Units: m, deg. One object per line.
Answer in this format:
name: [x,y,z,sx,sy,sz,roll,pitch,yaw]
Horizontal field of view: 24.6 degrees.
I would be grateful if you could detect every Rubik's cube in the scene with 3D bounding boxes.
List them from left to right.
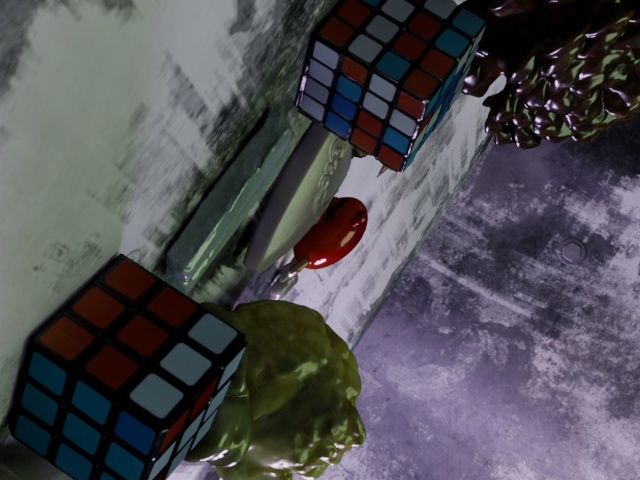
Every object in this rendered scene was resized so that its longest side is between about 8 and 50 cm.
Rubik's cube: [-0.191,0.142,1.448,0.163,0.160,0.162,-48,166,-46]
Rubik's cube: [0.080,-0.202,1.712,0.151,0.155,0.154,-54,171,-30]

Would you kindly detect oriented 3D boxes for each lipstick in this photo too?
lipstick: [-0.319,0.254,1.426,0.079,0.077,0.253,-58,169,8]

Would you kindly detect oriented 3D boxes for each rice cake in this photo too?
rice cake: [-0.103,-0.042,1.656,0.226,0.040,0.085,-54,171,-15]

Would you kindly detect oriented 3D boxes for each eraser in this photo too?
eraser: [-0.021,-0.056,1.956,0.243,0.059,0.204,-59,171,-15]

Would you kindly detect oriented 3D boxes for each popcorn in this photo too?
popcorn: [-0.067,0.221,2.056,0.293,0.293,0.237,-55,-165,-13]

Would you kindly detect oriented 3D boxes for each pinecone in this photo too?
pinecone: [0.318,-0.323,1.931,0.398,0.398,0.398,-55,170,-14]

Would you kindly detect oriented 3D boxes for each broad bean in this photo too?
broad bean: [-0.140,0.185,1.830,0.153,0.072,0.207,-35,-129,38]

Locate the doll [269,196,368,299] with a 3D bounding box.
doll: [0.000,0.000,2.210,0.183,0.085,0.217,-50,-174,-27]

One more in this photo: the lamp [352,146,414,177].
lamp: [0.094,-0.162,2.053,0.118,0.118,0.253,-51,168,-31]
